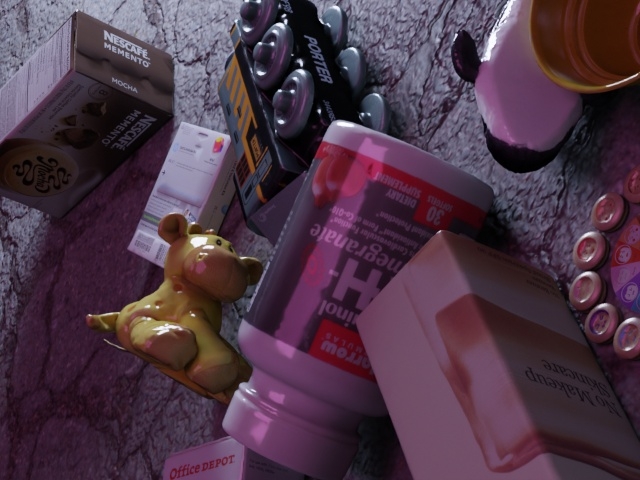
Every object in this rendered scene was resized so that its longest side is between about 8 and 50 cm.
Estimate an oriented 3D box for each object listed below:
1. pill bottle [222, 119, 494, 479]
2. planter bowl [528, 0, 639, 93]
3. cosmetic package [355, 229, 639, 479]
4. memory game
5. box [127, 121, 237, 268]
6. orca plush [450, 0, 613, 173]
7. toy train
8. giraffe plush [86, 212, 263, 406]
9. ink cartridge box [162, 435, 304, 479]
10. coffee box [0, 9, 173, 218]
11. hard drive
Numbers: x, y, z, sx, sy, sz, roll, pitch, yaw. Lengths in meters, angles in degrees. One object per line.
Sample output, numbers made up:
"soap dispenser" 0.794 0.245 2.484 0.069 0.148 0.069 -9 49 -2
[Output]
"pill bottle" 0.027 0.060 1.341 0.176 0.176 0.318 24 91 55
"planter bowl" 0.293 -0.213 1.220 0.217 0.090 0.217 -29 50 41
"cosmetic package" 0.156 0.148 1.143 0.129 0.153 0.296 -48 40 26
"memory game" 0.282 0.012 1.174 0.186 0.012 0.186 -30 49 41
"box" -0.169 -0.052 1.788 0.145 0.038 0.186 20 88 55
"orca plush" 0.184 -0.163 1.332 0.102 0.151 0.287 106 159 -52
"toy train" -0.037 -0.152 1.594 0.190 0.142 0.334 -56 35 31
"giraffe plush" -0.140 0.070 1.576 0.210 0.181 0.170 20 75 38
"ink cartridge box" -0.098 0.318 1.435 0.153 0.087 0.208 -22 55 46
"coffee box" -0.363 -0.175 2.004 0.297 0.168 0.119 -36 45 35
"hard drive" 0.000 0.000 1.465 0.094 0.135 0.022 -38 2 35
